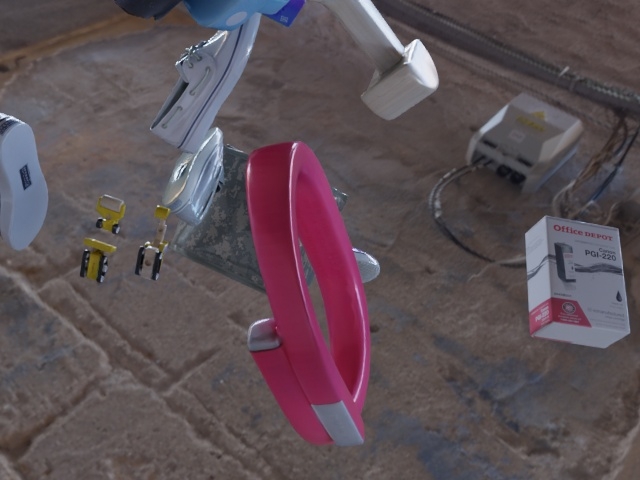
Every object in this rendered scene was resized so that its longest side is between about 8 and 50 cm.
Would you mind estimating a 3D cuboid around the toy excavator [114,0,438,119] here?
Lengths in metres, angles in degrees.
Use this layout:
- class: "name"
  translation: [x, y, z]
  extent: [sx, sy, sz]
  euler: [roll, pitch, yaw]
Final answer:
- class: "toy excavator"
  translation: [-0.045, -0.349, 0.878]
  extent: [0.222, 0.445, 0.433]
  euler: [-32, -96, 30]

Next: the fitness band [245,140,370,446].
- class: "fitness band"
  translation: [-0.006, 0.052, 0.643]
  extent: [0.054, 0.209, 0.291]
  euler: [-10, -46, 12]

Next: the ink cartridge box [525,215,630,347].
- class: "ink cartridge box"
  translation: [0.479, 0.076, 1.390]
  extent: [0.158, 0.218, 0.092]
  euler: [9, -28, -9]

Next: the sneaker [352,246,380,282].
- class: "sneaker"
  translation: [0.000, -0.001, 1.670]
  extent: [0.282, 0.161, 0.102]
  euler: [14, -43, -15]

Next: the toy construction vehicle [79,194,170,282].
- class: "toy construction vehicle"
  translation: [-0.204, 0.001, 0.782]
  extent: [0.085, 0.035, 0.098]
  euler: [15, -69, 4]

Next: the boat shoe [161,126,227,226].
- class: "boat shoe"
  translation: [-0.211, -0.112, 1.317]
  extent: [0.079, 0.228, 0.081]
  euler: [-22, -56, 30]

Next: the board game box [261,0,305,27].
- class: "board game box"
  translation: [-0.106, -0.568, 1.284]
  extent: [0.233, 0.347, 0.078]
  euler: [23, -28, -17]

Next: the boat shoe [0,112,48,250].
- class: "boat shoe"
  translation: [-0.505, -0.094, 1.179]
  extent: [0.088, 0.096, 0.268]
  euler: [26, -38, 10]

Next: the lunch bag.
- class: "lunch bag"
  translation: [-0.131, -0.039, 1.422]
  extent: [0.287, 0.169, 0.235]
  euler: [23, -87, 20]

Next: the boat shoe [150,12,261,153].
- class: "boat shoe"
  translation: [-0.157, -0.222, 0.990]
  extent: [0.226, 0.075, 0.083]
  euler: [-61, -154, 17]
